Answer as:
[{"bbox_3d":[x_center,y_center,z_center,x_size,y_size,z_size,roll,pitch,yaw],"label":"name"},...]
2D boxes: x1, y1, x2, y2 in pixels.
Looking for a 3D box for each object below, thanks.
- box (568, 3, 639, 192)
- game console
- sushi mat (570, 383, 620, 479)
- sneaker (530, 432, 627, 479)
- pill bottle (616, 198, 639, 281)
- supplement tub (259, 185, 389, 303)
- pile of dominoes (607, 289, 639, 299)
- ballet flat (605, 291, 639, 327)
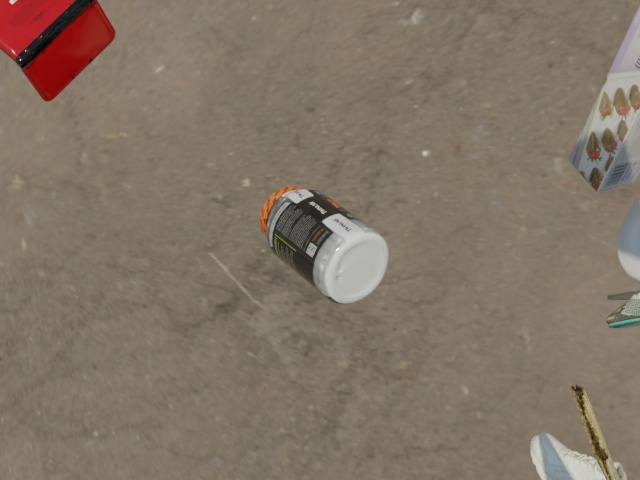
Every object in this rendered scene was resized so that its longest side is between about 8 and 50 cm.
[{"bbox_3d":[0.365,-0.188,1.207,0.067,0.324,0.063,-17,55,-25],"label":"box"},{"bbox_3d":[-0.370,-0.287,1.487,0.124,0.085,0.144,40,73,2],"label":"game console"},{"bbox_3d":[0.380,0.334,1.358,0.019,0.151,0.317,-22,117,12],"label":"sushi mat"},{"bbox_3d":[0.463,0.400,1.871,0.090,0.232,0.115,-17,142,-47],"label":"sneaker"},{"bbox_3d":[0.482,0.019,1.366,0.208,0.119,0.119,17,88,-31],"label":"pill bottle"},{"bbox_3d":[0.000,0.000,1.563,0.117,0.190,0.117,-20,127,-29],"label":"supplement tub"},{"bbox_3d":[0.627,0.073,1.815,0.196,0.251,0.040,-2,90,-56],"label":"pile of dominoes"},{"bbox_3d":[0.291,0.050,0.905,0.041,0.114,0.041,13,73,-49],"label":"ballet flat"}]
